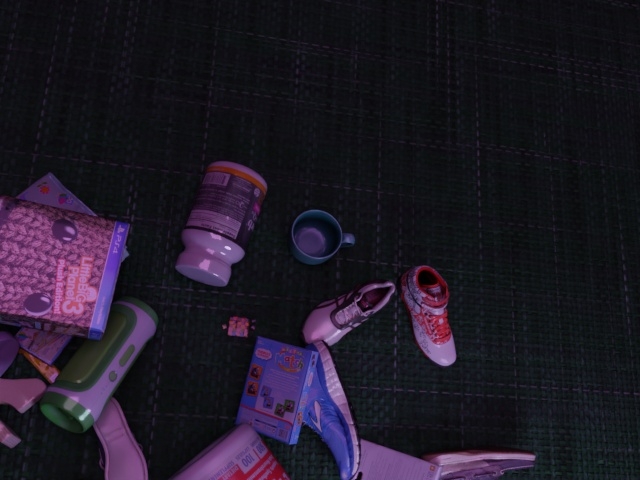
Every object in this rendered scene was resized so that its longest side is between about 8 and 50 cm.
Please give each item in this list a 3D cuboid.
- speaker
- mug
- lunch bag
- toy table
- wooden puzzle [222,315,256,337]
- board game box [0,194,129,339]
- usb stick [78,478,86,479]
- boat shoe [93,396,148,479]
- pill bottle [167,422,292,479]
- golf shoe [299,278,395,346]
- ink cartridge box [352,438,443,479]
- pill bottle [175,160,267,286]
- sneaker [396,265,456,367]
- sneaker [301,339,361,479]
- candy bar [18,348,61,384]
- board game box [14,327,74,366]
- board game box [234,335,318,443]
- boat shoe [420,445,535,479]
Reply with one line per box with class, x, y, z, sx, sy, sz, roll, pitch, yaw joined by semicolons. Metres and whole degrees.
speaker;-0.476;0.264;1.463;0.131;0.131;0.296;31;49;-3
mug;-0.008;0.004;1.707;0.158;0.097;0.129;36;69;-2
lunch bag;-0.602;0.015;1.522;0.262;0.160;0.223;42;65;6
toy table;-0.710;0.336;1.379;0.161;0.252;0.274;40;78;17
wooden puzzle;-0.201;0.212;1.649;0.083;0.006;0.049;9;72;-11
board game box;-0.562;0.057;1.357;0.291;0.141;0.232;13;72;-17
usb stick;-0.424;0.613;1.446;0.278;0.077;0.045;36;31;-1
boat shoe;-0.445;0.467;1.478;0.095;0.079;0.254;-25;79;-17
pill bottle;-0.128;0.617;1.430;0.229;0.229;0.407;-36;85;-20
golf shoe;0.066;0.173;1.666;0.273;0.120;0.105;-34;86;-19
ink cartridge box;0.159;0.599;1.580;0.208;0.045;0.206;13;68;25
pill bottle;-0.244;-0.040;1.631;0.162;0.162;0.278;20;71;-7
sneaker;0.286;0.191;1.698;0.090;0.145;0.270;-20;80;-18
sneaker;0.003;0.411;1.593;0.147;0.130;0.329;-20;83;2
candy bar;-0.618;0.293;1.519;0.161;0.018;0.040;46;68;2
board game box;-0.611;0.197;1.534;0.103;0.026;0.154;33;62;-3
board game box;-0.102;0.342;1.549;0.160;0.039;0.211;10;83;32
boat shoe;0.388;0.559;1.644;0.285;0.103;0.092;0;79;-10
